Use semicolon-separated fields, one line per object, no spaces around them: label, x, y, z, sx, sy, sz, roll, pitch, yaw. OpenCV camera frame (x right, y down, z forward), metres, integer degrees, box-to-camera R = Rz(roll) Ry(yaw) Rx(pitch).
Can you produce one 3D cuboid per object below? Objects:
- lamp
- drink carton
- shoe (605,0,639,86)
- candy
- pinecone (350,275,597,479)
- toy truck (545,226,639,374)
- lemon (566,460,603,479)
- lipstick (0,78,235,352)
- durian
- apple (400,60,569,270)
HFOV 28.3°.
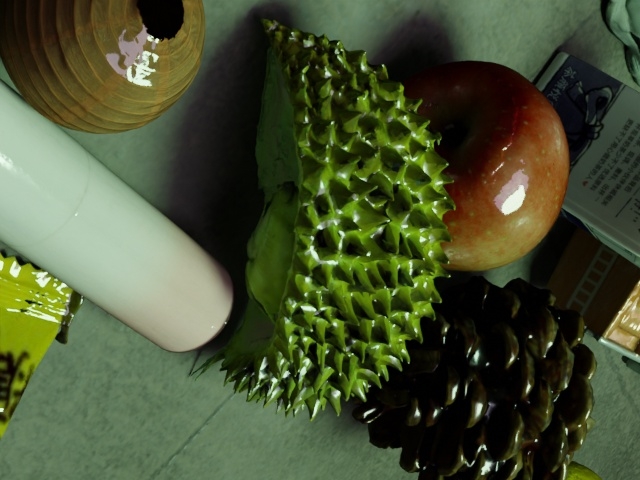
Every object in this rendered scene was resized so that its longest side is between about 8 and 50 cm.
lamp;-0.139;-0.136;0.813;0.136;0.136;0.136;-26;136;-29
drink carton;0.290;-0.068;1.227;0.134;0.222;0.102;-53;142;2
shoe;0.370;-0.206;1.279;0.099;0.125;0.227;-45;143;-4
candy;-0.297;0.141;0.926;0.187;0.081;0.297;27;88;-52
pinecone;0.159;0.145;1.270;0.257;0.243;0.243;41;88;-31
toy truck;0.452;0.085;1.446;0.387;0.173;0.207;27;96;-26
lemon;0.298;0.367;1.632;0.173;0.173;0.206;-60;155;12
lipstick;-0.177;-0.017;0.908;0.087;0.087;0.327;-49;142;-3
durian;0.004;0.008;1.040;0.157;0.169;0.355;-11;127;-36
apple;0.129;-0.063;1.106;0.181;0.181;0.168;-51;146;0
